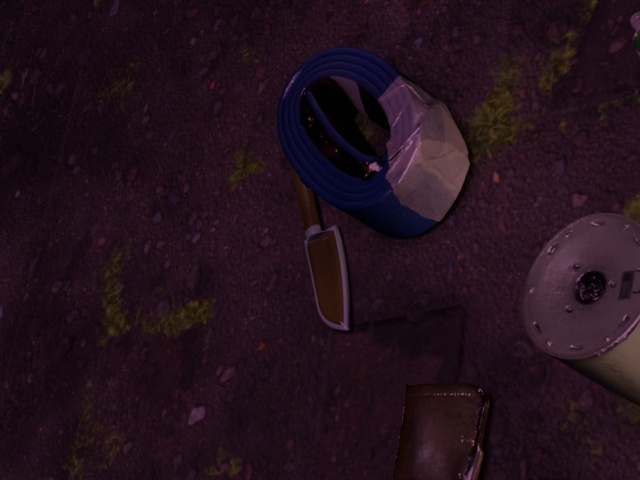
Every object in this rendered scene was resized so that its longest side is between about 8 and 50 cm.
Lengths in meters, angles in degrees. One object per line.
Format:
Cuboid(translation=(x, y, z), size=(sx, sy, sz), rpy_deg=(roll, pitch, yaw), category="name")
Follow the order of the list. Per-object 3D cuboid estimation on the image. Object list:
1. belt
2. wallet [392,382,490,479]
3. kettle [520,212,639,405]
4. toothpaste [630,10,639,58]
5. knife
Cuboid(translation=(0.070, -0.148, 2.122), size=(0.212, 0.117, 0.347), rpy_deg=(-51, 40, 9), category="belt")
Cuboid(translation=(0.141, 0.301, 1.842), size=(0.137, 0.031, 0.255), rpy_deg=(-6, 63, 42), category="wallet")
Cuboid(translation=(0.374, 0.094, 1.567), size=(0.240, 0.255, 0.165), rpy_deg=(-9, 58, 43), category="kettle")
Cuboid(translation=(0.450, -0.204, 1.839), size=(0.078, 0.047, 0.248), rpy_deg=(-44, 45, 22), category="toothpaste")
Cuboid(translation=(0.001, -0.001, 2.166), size=(0.061, 0.027, 0.343), rpy_deg=(-30, 48, 23), category="knife")
